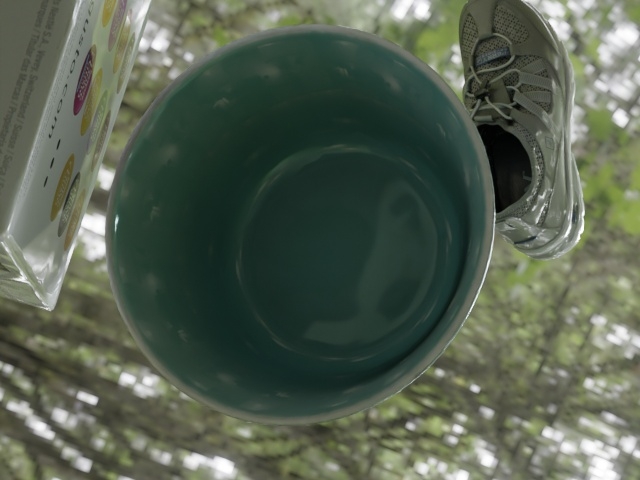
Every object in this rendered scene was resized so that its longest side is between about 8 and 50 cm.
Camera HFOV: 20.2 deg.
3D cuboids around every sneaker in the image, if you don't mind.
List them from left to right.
[{"bbox_3d":[0.185,-0.125,1.733,0.105,0.115,0.281,-25,-114,29],"label":"sneaker"}]

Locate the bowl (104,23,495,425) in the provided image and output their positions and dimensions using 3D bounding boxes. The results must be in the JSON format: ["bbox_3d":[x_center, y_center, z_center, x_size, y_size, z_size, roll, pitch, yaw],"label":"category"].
[{"bbox_3d":[0.000,0.000,1.435,0.312,0.163,0.311,-3,-102,15],"label":"bowl"}]

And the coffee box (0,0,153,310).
[{"bbox_3d":[-0.315,-0.175,1.296,0.334,0.338,0.337,104,2,-78],"label":"coffee box"}]
